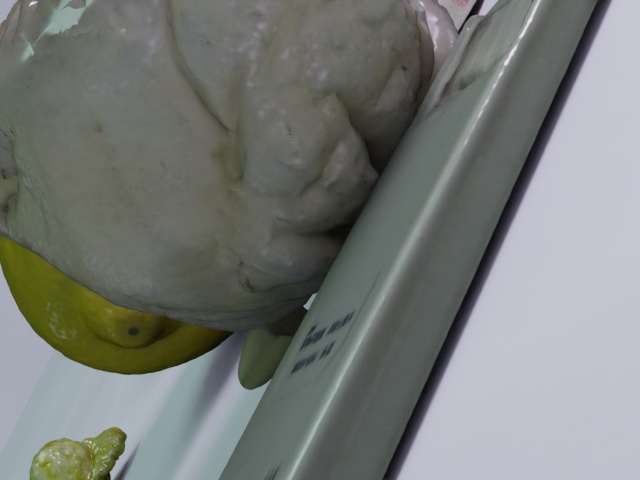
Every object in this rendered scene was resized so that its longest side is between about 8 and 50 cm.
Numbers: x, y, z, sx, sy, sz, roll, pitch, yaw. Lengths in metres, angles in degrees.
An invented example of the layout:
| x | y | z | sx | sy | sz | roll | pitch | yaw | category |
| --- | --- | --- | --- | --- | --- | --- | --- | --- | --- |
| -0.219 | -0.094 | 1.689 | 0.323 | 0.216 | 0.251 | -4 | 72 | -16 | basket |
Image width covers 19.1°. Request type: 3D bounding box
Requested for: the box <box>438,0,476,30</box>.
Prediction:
| x | y | z | sx | sy | sz | roll | pitch | yaw | category |
| --- | --- | --- | --- | --- | --- | --- | --- | --- | --- |
| 0.033 | -0.095 | 1.055 | 0.167 | 0.024 | 0.090 | -41 | 15 | 52 | box |

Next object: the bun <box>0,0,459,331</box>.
| x | y | z | sx | sy | sz | roll | pitch | yaw | category |
| --- | --- | --- | --- | --- | --- | --- | --- | --- | --- |
| -0.043 | -0.075 | 0.892 | 0.281 | 0.205 | 0.281 | -49 | 12 | 13 | bun |

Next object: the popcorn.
| x | y | z | sx | sy | sz | roll | pitch | yaw | category |
| --- | --- | --- | --- | --- | --- | --- | --- | --- | --- |
| -0.175 | 0.169 | 1.383 | 0.083 | 0.068 | 0.059 | -34 | 47 | 7 | popcorn |

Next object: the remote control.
| x | y | z | sx | sy | sz | roll | pitch | yaw | category |
| --- | --- | --- | --- | --- | --- | --- | --- | --- | --- |
| 0.039 | 0.004 | 0.743 | 0.285 | 0.038 | 0.123 | -62 | 10 | -23 | remote control |

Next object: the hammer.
| x | y | z | sx | sy | sz | roll | pitch | yaw | category |
| --- | --- | --- | --- | --- | --- | --- | --- | --- | --- |
| 0.000 | 0.000 | 1.037 | 0.060 | 0.028 | 0.195 | -61 | 2 | 47 | hammer |

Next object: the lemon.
| x | y | z | sx | sy | sz | roll | pitch | yaw | category |
| --- | --- | --- | --- | --- | --- | --- | --- | --- | --- |
| -0.109 | -0.019 | 1.204 | 0.184 | 0.184 | 0.248 | -55 | 11 | 34 | lemon |
